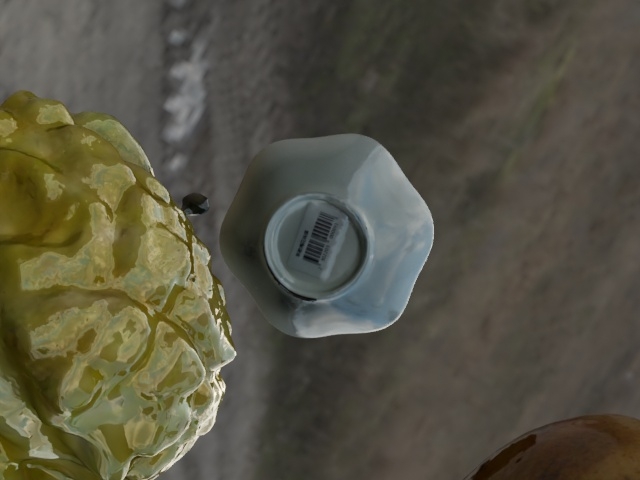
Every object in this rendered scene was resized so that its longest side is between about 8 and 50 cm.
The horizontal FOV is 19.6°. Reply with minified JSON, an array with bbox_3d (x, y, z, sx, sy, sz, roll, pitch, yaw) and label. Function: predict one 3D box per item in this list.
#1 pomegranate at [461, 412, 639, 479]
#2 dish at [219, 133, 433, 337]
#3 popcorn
[{"bbox_3d":[0.184,0.279,1.233,0.322,0.322,0.322,-57,169,-17],"label":"pomegranate"},{"bbox_3d":[0.000,0.000,1.594,0.191,0.190,0.066,-62,175,10],"label":"dish"},{"bbox_3d":[-0.254,0.066,1.409,0.381,0.349,0.349,-29,151,-41],"label":"popcorn"}]
